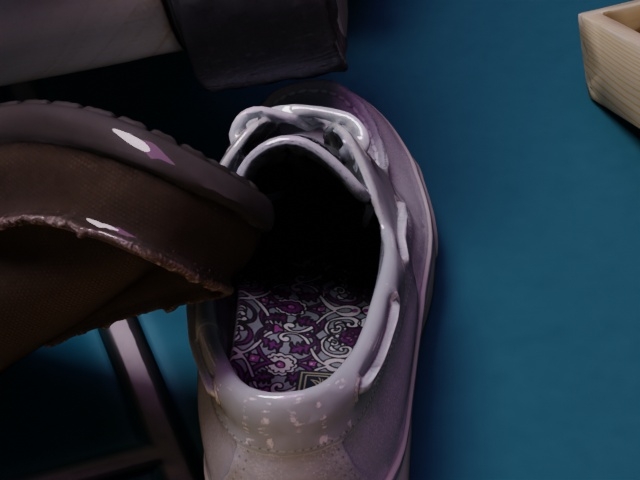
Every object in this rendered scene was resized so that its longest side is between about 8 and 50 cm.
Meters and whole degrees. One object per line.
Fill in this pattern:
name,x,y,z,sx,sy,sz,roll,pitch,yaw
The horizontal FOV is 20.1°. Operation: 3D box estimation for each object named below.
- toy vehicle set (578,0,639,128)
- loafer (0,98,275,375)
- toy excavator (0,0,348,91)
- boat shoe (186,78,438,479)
toy vehicle set,0.248,-0.078,0.655,0.267,0.035,0.166,-14,21,-11
loafer,-0.102,0.018,0.534,0.220,0.080,0.078,-11,61,43
toy excavator,-0.124,-0.309,0.684,0.222,0.445,0.433,-8,27,8
boat shoe,-0.001,0.000,0.573,0.079,0.081,0.227,-2,36,2
